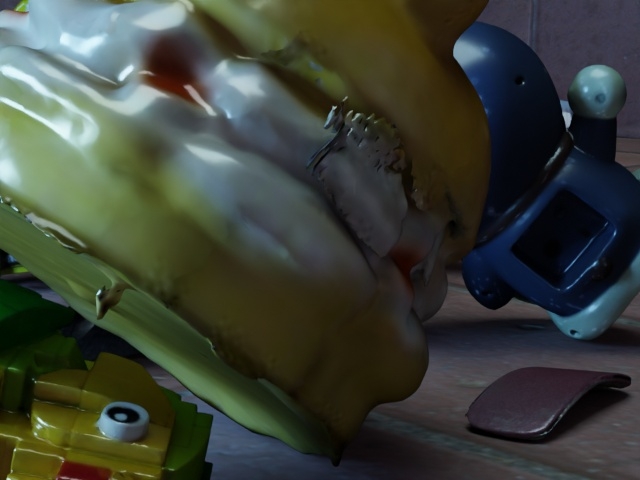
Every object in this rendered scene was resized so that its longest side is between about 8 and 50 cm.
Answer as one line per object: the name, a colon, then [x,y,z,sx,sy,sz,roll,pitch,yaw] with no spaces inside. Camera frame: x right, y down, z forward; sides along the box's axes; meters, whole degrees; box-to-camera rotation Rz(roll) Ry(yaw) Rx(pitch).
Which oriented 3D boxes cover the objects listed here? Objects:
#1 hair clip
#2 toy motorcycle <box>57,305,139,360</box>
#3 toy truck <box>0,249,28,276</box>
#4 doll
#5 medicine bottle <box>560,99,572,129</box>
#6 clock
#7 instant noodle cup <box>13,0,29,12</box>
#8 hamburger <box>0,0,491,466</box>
hair clip: [0.136,0.088,0.745,0.054,0.022,0.137,3,9,35]
toy motorcycle: [-0.064,-0.008,0.929,0.108,0.173,0.307,37,30,22]
toy truck: [-0.331,-0.018,1.104,0.286,0.111,0.136,1,2,11]
doll: [-0.133,0.073,0.542,0.186,0.106,0.134,23,20,24]
medicine bottle: [0.021,-0.082,1.216,0.426,0.108,0.108,1,9,7]
clock: [0.135,-0.052,0.915,0.243,0.199,0.146,37,21,-7]
instant noodle cup: [-0.238,-0.124,1.397,0.200,0.264,0.264,4,6,-29]
hamburger: [-0.036,-0.049,0.624,0.276,0.237,0.276,33,-12,8]
